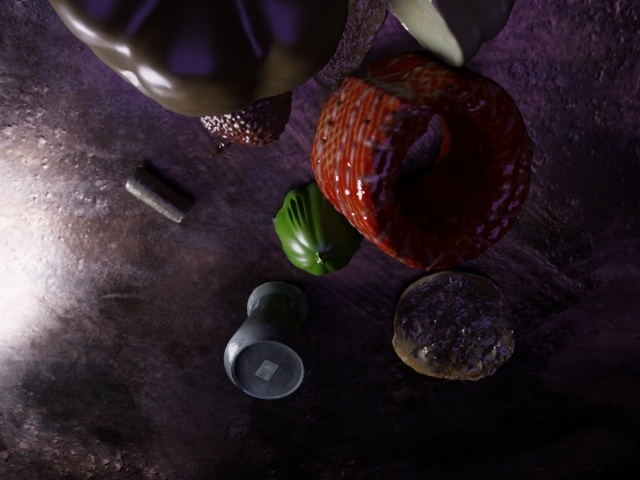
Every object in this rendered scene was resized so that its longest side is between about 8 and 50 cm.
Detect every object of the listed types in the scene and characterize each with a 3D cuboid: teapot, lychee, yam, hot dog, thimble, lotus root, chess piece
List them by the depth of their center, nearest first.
[{"bbox_3d":[0.292,-0.492,1.122,0.442,0.234,0.234,-42,111,2],"label":"chess piece"},{"bbox_3d":[0.170,-0.136,1.291,0.350,0.230,0.350,-11,120,-19],"label":"thimble"},{"bbox_3d":[0.064,-0.373,1.294,0.084,0.073,0.243,24,116,-8],"label":"hot dog"},{"bbox_3d":[-0.134,-0.228,1.316,0.165,0.165,0.198,19,96,-10],"label":"lychee"},{"bbox_3d":[0.000,0.000,1.431,0.186,0.186,0.186,0,117,-1],"label":"lotus root"},{"bbox_3d":[-0.310,-0.086,1.447,0.132,0.054,0.054,36,111,-17],"label":"yam"},{"bbox_3d":[-0.103,0.203,1.502,0.171,0.225,0.203,35,112,-14],"label":"teapot"}]

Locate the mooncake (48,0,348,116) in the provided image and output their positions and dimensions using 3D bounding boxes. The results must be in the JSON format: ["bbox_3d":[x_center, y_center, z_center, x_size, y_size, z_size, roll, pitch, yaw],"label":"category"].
[{"bbox_3d":[-0.161,-0.418,1.102,0.466,0.262,0.467,-1,95,-8],"label":"mooncake"}]

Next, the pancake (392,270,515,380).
[{"bbox_3d":[0.282,0.186,1.594,0.282,0.049,0.283,0,116,0],"label":"pancake"}]
